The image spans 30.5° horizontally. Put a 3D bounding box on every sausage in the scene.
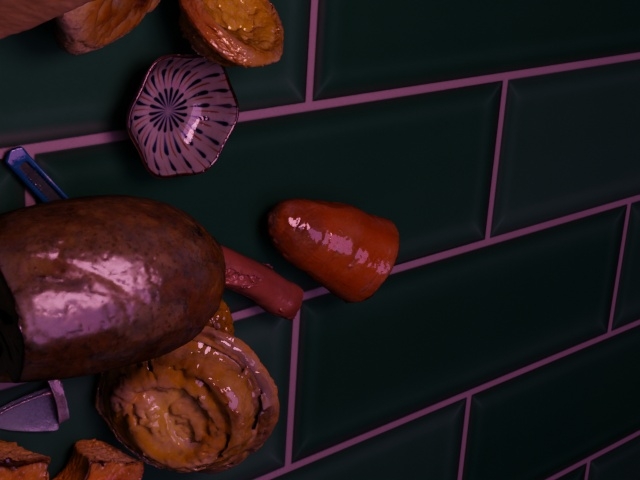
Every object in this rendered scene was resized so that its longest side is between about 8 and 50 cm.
[{"bbox_3d":[-0.134,0.053,1.830,0.304,0.078,0.078,28,87,-47],"label":"sausage"}]

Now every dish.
[{"bbox_3d":[-0.209,-0.183,1.663,0.190,0.066,0.191,-18,119,-37],"label":"dish"}]

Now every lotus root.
[{"bbox_3d":[-0.287,0.056,1.541,0.346,0.250,0.251,-7,112,-38],"label":"lotus root"}]

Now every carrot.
[{"bbox_3d":[0.000,0.000,1.909,0.225,0.159,0.159,23,90,-34],"label":"carrot"}]

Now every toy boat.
[{"bbox_3d":[-0.421,0.246,1.667,0.122,0.034,0.096,-23,122,-27],"label":"toy boat"}]

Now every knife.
[{"bbox_3d":[-0.343,-0.025,1.626,0.044,0.026,0.296,-43,134,-7],"label":"knife"}]

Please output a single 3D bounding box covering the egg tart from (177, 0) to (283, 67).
[{"bbox_3d":[-0.135,-0.304,1.636,0.191,0.191,0.074,12,138,-47],"label":"egg tart"}]

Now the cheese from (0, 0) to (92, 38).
[{"bbox_3d":[-0.357,-0.357,1.311,0.104,0.384,0.384,19,93,-54],"label":"cheese"}]

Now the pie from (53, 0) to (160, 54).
[{"bbox_3d":[-0.230,-0.369,1.460,0.338,0.075,0.337,-59,174,-10],"label":"pie"}]

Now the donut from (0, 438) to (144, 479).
[{"bbox_3d":[-0.395,0.368,1.687,0.259,0.101,0.152,12,98,-47],"label":"donut"}]

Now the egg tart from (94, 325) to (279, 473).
[{"bbox_3d":[-0.200,0.244,1.718,0.095,0.278,0.279,-79,168,-65],"label":"egg tart"}]

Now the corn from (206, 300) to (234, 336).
[{"bbox_3d":[-0.189,0.213,1.815,0.119,0.119,0.322,-18,119,-39],"label":"corn"}]
